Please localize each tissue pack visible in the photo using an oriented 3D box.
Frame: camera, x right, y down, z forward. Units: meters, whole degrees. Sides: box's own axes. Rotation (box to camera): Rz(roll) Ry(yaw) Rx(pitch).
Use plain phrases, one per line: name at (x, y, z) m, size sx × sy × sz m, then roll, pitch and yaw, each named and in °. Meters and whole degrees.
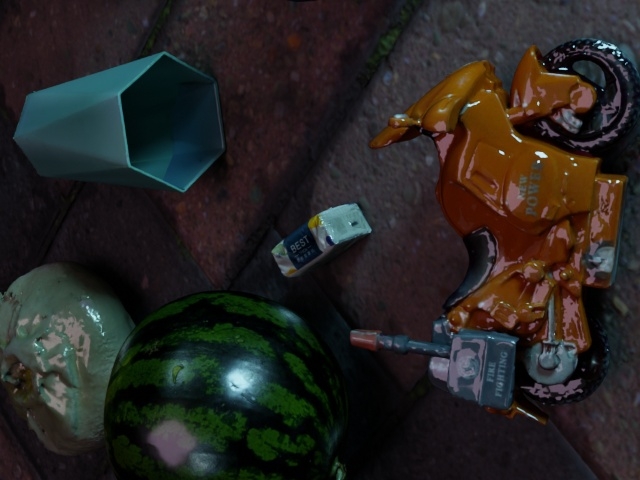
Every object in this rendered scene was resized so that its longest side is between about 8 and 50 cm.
tissue pack at (0.000, 0.000, 1.260) m, size 0.083 × 0.062 × 0.042 m, roll -36°, pitch 81°, yaw 43°

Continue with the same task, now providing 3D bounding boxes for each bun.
bun at (-0.317, 0.141, 1.542) m, size 0.239 × 0.141 × 0.239 m, roll 17°, pitch 115°, yaw 41°

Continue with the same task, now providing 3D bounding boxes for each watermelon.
watermelon at (-0.092, 0.178, 1.264) m, size 0.269 × 0.269 × 0.269 m, roll 13°, pitch 109°, yaw 41°

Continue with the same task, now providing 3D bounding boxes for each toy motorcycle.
toy motorcycle at (0.145, -0.012, 1.072) m, size 0.221 × 0.148 × 0.325 m, roll 8°, pitch 101°, yaw 19°

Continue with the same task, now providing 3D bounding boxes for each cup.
cup at (-0.235, -0.128, 1.403) m, size 0.236 × 0.134 × 0.148 m, roll 4°, pitch 100°, yaw 44°
